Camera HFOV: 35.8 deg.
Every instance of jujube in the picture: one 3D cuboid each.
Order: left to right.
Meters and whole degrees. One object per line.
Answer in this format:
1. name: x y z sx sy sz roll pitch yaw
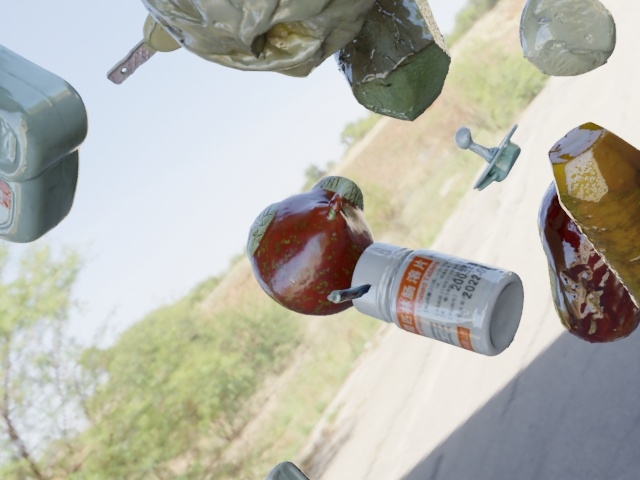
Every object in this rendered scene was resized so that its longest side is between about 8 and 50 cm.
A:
1. jujube: 0.500 0.023 1.798 0.223 0.318 0.223 -7 16 2

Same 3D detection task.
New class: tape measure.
1. tape measure: -0.392 -0.133 1.157 0.125 0.243 0.246 -47 -17 -44

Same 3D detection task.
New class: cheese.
1. cheese: -0.310 -0.388 1.886 0.255 0.050 0.127 -39 -33 11

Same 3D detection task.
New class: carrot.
1. carrot: 0.373 -0.007 1.155 0.114 0.302 0.114 -34 24 18

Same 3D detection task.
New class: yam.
1. yam: 0.112 -0.351 1.714 0.201 0.271 0.202 -36 -31 15

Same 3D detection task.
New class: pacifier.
1. pacifier: 0.286 -0.155 1.739 0.150 0.117 0.126 -56 -5 -32

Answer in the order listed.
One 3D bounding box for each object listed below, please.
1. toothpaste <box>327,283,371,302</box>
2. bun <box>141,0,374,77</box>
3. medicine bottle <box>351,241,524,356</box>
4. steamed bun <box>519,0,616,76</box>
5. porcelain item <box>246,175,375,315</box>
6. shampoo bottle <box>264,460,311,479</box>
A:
1. toothpaste: 0.041 0.077 1.428 0.083 0.019 0.027 -8 -43 -47
2. bun: -0.091 -0.357 1.439 0.365 0.365 0.219 130 145 -71
3. medicine bottle: 0.184 0.087 1.576 0.144 0.252 0.144 -25 -57 -46
4. steamed bun: 0.308 -0.265 1.264 0.091 0.130 0.112 139 131 -63
5. porcelain item: 0.000 0.000 1.704 0.253 0.253 0.253 -49 0 -1
6. shampoo bottle: -0.081 0.431 1.427 0.284 0.153 0.071 -44 -3 42
